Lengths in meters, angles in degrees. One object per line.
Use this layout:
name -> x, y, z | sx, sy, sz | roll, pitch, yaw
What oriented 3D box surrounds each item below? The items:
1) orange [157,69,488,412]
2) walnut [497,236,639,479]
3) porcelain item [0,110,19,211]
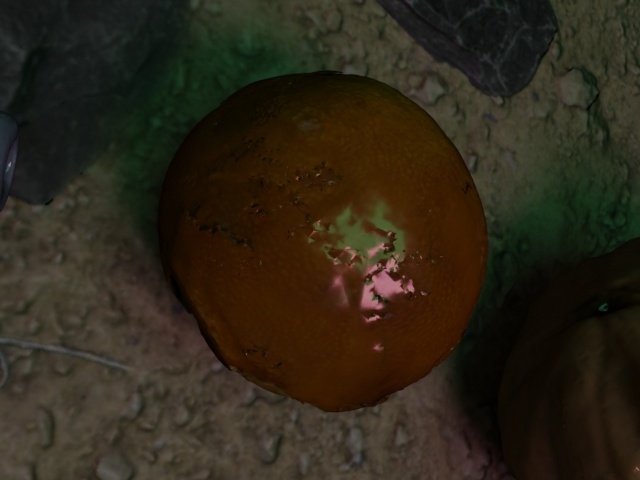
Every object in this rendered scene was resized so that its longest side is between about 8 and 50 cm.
orange -> 0.000, 0.000, 0.490 | 0.240, 0.240, 0.239 | 1, 87, -27
walnut -> 0.344, 0.169, 0.609 | 0.381, 0.381, 0.381 | 1, 87, -27
porcelain item -> -0.316, -0.070, 0.394 | 0.259, 0.141, 0.141 | 11, 83, -18
